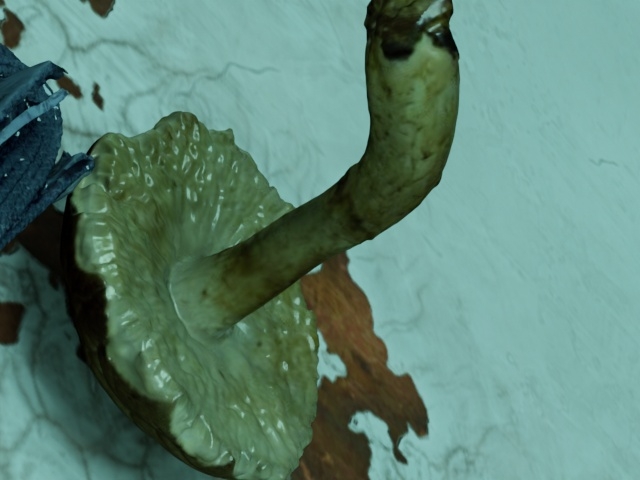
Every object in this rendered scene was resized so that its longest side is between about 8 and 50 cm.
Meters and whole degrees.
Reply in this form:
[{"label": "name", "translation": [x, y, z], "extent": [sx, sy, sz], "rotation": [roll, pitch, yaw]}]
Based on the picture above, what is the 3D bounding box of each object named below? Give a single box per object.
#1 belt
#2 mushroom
[{"label": "belt", "translation": [-0.215, -0.031, 0.982], "extent": [0.122, 0.128, 0.218], "rotation": [59, 36, -16]}, {"label": "mushroom", "translation": [-0.028, 0.018, 1.075], "extent": [0.208, 0.302, 0.233], "rotation": [-35, 97, -28]}]
